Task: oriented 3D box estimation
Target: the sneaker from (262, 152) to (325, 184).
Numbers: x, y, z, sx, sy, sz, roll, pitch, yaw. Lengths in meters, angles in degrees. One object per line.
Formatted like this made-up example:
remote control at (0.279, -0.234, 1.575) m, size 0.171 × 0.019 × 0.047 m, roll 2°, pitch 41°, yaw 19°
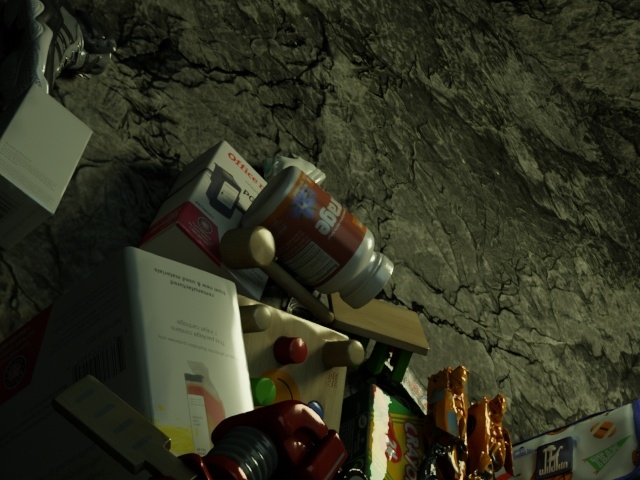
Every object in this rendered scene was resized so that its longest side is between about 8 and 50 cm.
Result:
sneaker at (-0.072, -0.104, 1.849) m, size 0.094 × 0.080 × 0.212 m, roll 46°, pitch 24°, yaw 5°

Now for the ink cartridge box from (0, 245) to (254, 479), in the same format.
ink cartridge box at (-0.209, 0.248, 1.127) m, size 0.160 × 0.279 × 0.384 m, roll 23°, pitch 45°, yaw -43°

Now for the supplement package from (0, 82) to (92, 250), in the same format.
supplement package at (-0.383, -0.096, 1.367) m, size 0.105 × 0.105 × 0.179 m, roll 40°, pitch 35°, yaw -24°

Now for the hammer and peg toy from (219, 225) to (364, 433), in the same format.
hammer and peg toy at (-0.052, 0.170, 1.450) m, size 0.266 × 0.127 × 0.361 m, roll 26°, pitch 65°, yaw -41°

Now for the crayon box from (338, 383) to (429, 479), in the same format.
crayon box at (0.156, 0.394, 1.684) m, size 0.318 × 0.081 × 0.202 m, roll 39°, pitch 35°, yaw -27°

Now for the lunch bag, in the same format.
lunch bag at (0.440, 0.482, 1.749) m, size 0.239 × 0.328 × 0.385 m, roll 36°, pitch 36°, yaw -46°

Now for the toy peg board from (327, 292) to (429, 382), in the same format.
toy peg board at (0.081, 0.157, 1.760) m, size 0.161 × 0.079 × 0.160 m, roll 18°, pitch 15°, yaw -9°

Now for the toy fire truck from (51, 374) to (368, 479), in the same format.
toy fire truck at (-0.095, 0.202, 0.941) m, size 0.246 × 0.159 × 0.217 m, roll 64°, pitch 31°, yaw -10°

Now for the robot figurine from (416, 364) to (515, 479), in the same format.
robot figurine at (0.236, 0.348, 1.674) m, size 0.211 × 0.085 × 0.291 m, roll 36°, pitch 36°, yaw -29°

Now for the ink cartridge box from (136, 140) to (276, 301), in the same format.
ink cartridge box at (-0.152, -0.016, 1.616) m, size 0.172 × 0.100 × 0.237 m, roll 46°, pitch 33°, yaw -18°

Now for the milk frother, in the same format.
milk frother at (-0.010, 0.069, 1.700) m, size 0.129 × 0.135 × 0.143 m, roll -37°, pitch 90°, yaw -28°

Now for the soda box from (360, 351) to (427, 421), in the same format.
soda box at (0.144, 0.264, 1.811) m, size 0.169 × 0.053 × 0.060 m, roll 52°, pitch 32°, yaw -6°

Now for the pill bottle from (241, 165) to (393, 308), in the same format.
pill bottle at (0.000, 0.000, 1.576) m, size 0.216 × 0.121 × 0.121 m, roll 40°, pitch 34°, yaw -14°

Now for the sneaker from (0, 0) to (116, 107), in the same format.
sneaker at (-0.371, -0.261, 1.536) m, size 0.153 × 0.101 × 0.268 m, roll 24°, pitch 41°, yaw -38°
